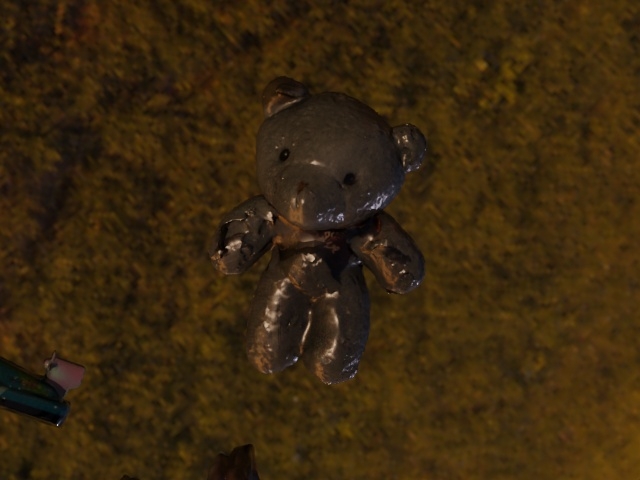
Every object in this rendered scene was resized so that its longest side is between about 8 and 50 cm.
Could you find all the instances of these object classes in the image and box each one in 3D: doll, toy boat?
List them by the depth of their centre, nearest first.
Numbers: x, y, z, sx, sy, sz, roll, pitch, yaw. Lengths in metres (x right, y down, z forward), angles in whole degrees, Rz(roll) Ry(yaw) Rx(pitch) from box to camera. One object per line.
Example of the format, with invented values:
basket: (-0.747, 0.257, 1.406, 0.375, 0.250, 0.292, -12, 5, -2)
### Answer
doll: (-0.001, -0.002, 1.492, 0.158, 0.245, 0.340, 0, 104, -82)
toy boat: (-0.436, 0.138, 1.592, 0.134, 0.299, 0.092, 149, -39, -77)

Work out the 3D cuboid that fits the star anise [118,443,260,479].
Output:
star anise: (-0.091, 0.297, 1.007, 0.331, 0.332, 0.117, -38, 148, -9)
